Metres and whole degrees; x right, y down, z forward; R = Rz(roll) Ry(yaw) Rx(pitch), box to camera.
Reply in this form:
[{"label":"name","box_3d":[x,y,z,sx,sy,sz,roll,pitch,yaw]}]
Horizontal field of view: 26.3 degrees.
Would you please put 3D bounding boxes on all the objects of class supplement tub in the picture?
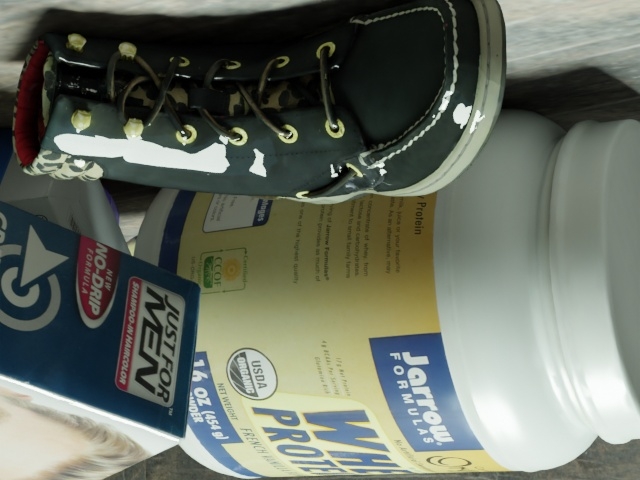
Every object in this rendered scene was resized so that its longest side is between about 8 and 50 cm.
[{"label":"supplement tub","box_3d":[0.062,0.037,0.893,0.316,0.228,0.228,-7,171,28]}]

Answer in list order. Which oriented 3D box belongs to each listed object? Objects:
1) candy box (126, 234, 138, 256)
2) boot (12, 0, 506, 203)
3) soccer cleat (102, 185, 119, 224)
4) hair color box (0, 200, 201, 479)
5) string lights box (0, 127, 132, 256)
[{"label":"candy box","box_3d":[-0.198,0.094,1.094,0.316,0.087,0.183,-34,180,22]},{"label":"boot","box_3d":[-0.037,-0.065,0.647,0.179,0.085,0.236,4,171,-24]},{"label":"soccer cleat","box_3d":[-0.197,-0.014,1.042,0.095,0.083,0.248,-26,-178,-31]},{"label":"hair color box","box_3d":[-0.256,0.039,0.745,0.347,0.105,0.174,25,143,-32]},{"label":"string lights box","box_3d":[-0.267,0.006,0.889,0.260,0.076,0.133,-4,134,12]}]
